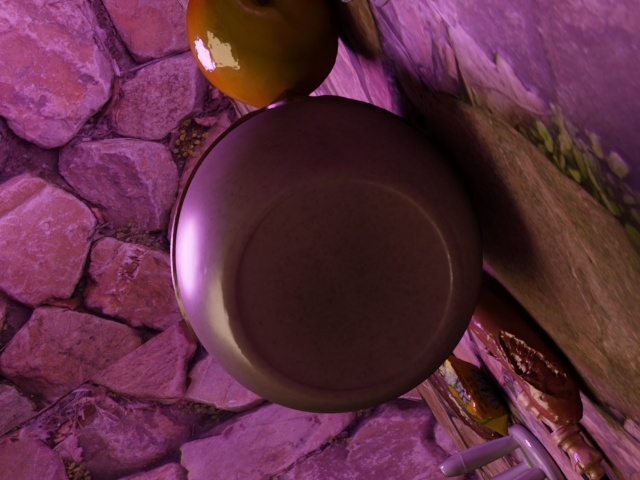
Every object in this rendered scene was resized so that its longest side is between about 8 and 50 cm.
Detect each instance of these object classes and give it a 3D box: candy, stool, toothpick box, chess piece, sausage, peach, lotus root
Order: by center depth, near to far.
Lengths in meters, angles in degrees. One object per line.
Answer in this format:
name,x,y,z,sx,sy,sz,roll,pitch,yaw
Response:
toothpick box,0.000,0.000,1.220,0.409,0.408,0.425,59,180,-15
peach,-0.080,-0.298,1.278,0.231,0.231,0.231,57,175,7
sausage,0.270,0.139,1.315,0.327,0.079,0.087,51,162,42
chess piece,0.378,0.298,1.397,0.172,0.060,0.060,54,174,29
stool,0.385,0.509,1.839,0.195,0.198,0.195,59,174,-36
candy,0.333,0.330,1.928,0.187,0.081,0.297,55,-174,29
lotus root,0.330,0.367,2.191,0.329,0.078,0.167,56,177,19

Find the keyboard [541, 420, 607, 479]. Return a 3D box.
keyboard,0.434,0.372,1.473,0.230,0.025,0.094,56,177,21

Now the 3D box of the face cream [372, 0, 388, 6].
face cream,0.067,-0.281,0.980,0.040,0.021,0.083,61,175,-6
